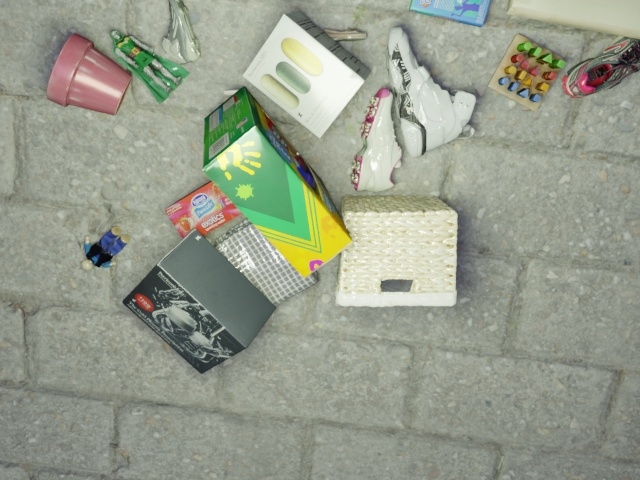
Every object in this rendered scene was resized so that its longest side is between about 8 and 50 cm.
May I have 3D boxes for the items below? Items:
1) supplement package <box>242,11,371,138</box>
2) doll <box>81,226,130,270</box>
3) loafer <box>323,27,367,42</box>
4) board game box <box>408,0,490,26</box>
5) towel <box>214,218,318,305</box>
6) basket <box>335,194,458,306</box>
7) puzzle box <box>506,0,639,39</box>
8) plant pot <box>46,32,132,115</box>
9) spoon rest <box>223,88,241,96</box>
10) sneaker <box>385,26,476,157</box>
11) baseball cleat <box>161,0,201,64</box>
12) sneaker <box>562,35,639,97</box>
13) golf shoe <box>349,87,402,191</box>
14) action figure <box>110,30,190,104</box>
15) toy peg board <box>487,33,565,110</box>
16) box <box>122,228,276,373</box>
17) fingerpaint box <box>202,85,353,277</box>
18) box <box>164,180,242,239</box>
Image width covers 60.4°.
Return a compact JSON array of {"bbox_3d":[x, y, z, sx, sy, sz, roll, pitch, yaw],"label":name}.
[{"bbox_3d":[-0.031,-0.456,1.503,0.262,0.198,0.199,38,115,-7],"label":"supplement package"},{"bbox_3d":[-0.702,0.031,1.764,0.189,0.046,0.129,-39,110,18],"label":"doll"},{"bbox_3d":[0.069,-0.586,1.560,0.125,0.045,0.039,-3,99,6],"label":"loafer"},{"bbox_3d":[0.365,-0.693,1.512,0.210,0.047,0.160,13,106,-1],"label":"board game box"},{"bbox_3d":[-0.170,0.061,1.708,0.235,0.121,0.284,-30,102,9],"label":"towel"},{"bbox_3d":[0.206,0.020,1.573,0.328,0.331,0.266,0,103,2],"label":"basket"},{"bbox_3d":[0.718,-0.696,1.450,0.409,0.052,0.272,12,86,0],"label":"puzzle box"},{"bbox_3d":[-0.647,-0.454,1.564,0.180,0.201,0.201,23,106,-20],"label":"plant pot"},{"bbox_3d":[-0.236,-0.318,1.640,0.137,0.084,0.276,0,119,4],"label":"spoon rest"},{"bbox_3d":[0.310,-0.429,1.546,0.210,0.137,0.366,-14,109,6],"label":"sneaker"},{"bbox_3d":[-0.415,-0.607,1.563,0.109,0.072,0.206,-15,101,14],"label":"baseball cleat"},{"bbox_3d":[0.828,-0.489,1.513,0.299,0.112,0.121,-35,100,10],"label":"sneaker"},{"bbox_3d":[0.181,-0.287,1.611,0.140,0.115,0.306,9,113,-10],"label":"golf shoe"},{"bbox_3d":[-0.511,-0.518,1.583,0.232,0.063,0.137,39,68,-6],"label":"action figure"},{"bbox_3d":[0.588,-0.471,1.546,0.161,0.079,0.161,26,105,-4],"label":"toy peg board"},{"bbox_3d":[-0.369,0.193,1.655,0.343,0.179,0.312,45,135,-9],"label":"box"},{"bbox_3d":[-0.122,-0.171,1.430,0.163,0.445,0.371,-37,117,8],"label":"fingerpaint box"},{"bbox_3d":[-0.317,-0.110,1.642,0.257,0.122,0.128,-26,103,23],"label":"box"}]
